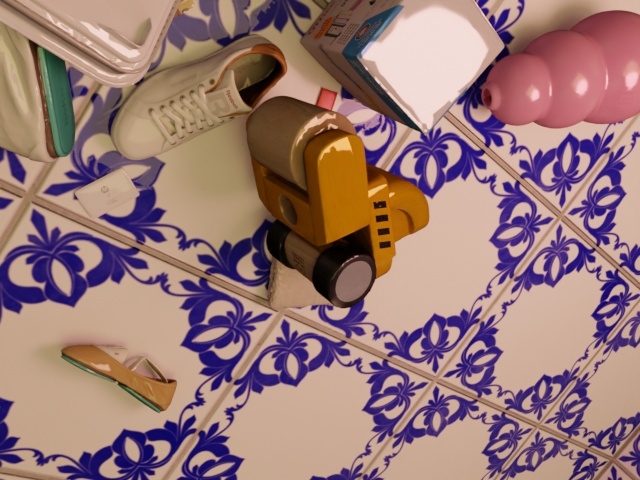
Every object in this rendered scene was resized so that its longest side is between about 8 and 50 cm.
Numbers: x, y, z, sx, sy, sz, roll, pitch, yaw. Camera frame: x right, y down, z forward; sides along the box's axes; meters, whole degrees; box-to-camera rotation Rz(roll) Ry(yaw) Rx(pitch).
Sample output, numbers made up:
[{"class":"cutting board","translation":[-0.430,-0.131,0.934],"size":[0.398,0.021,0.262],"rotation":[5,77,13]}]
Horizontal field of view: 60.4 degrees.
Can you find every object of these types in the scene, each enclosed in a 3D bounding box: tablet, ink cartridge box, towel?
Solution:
[{"class":"tablet","translation":[-0.337,-0.074,0.872],"size":[0.083,0.006,0.054],"rotation":[-30,123,-9]},{"class":"ink cartridge box","translation":[0.111,-0.299,0.834],"size":[0.168,0.232,0.171],"rotation":[37,95,-32]},{"class":"towel","translation":[0.000,0.000,1.042],"size":[0.187,0.049,0.282],"rotation":[1,113,-23]}]

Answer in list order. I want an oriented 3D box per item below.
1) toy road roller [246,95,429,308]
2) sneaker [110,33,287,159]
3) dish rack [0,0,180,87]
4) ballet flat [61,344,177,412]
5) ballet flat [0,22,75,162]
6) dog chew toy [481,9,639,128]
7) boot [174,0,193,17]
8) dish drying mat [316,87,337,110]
[{"class":"toy road roller","translation":[0.040,-0.081,0.883],"size":[0.241,0.202,0.329],"rotation":[-28,127,-24]},{"class":"sneaker","translation":[-0.180,-0.210,0.811],"size":[0.290,0.123,0.106],"rotation":[-35,126,-4]},{"class":"dish rack","translation":[-0.271,-0.359,0.595],"size":[0.333,0.072,0.285],"rotation":[28,82,-47]},{"class":"ballet flat","translation":[-0.353,0.230,0.988],"size":[0.232,0.080,0.073],"rotation":[47,62,-37]},{"class":"ballet flat","translation":[-0.386,-0.292,0.681],"size":[0.139,0.139,0.400],"rotation":[-2,116,-24]},{"class":"dog chew toy","translation":[0.460,-0.302,1.023],"size":[0.332,0.206,0.206],"rotation":[-15,120,-9]},{"class":"boot","translation":[-0.173,-0.383,0.768],"size":[0.158,0.059,0.084],"rotation":[-33,119,-6]},{"class":"dish drying mat","translation":[0.004,-0.221,0.957],"size":[0.032,0.008,0.083],"rotation":[10,110,-28]}]
